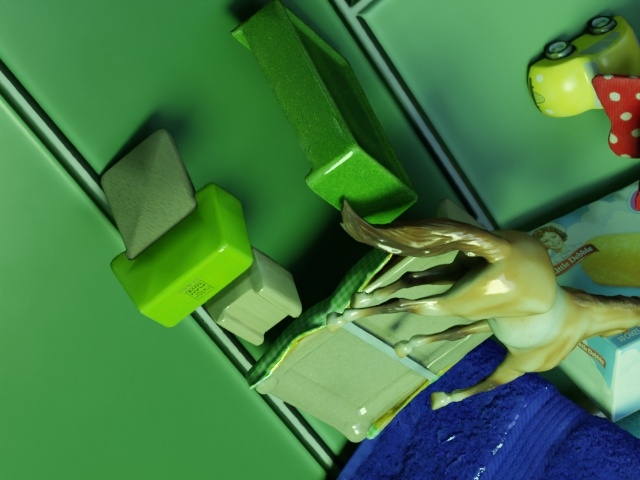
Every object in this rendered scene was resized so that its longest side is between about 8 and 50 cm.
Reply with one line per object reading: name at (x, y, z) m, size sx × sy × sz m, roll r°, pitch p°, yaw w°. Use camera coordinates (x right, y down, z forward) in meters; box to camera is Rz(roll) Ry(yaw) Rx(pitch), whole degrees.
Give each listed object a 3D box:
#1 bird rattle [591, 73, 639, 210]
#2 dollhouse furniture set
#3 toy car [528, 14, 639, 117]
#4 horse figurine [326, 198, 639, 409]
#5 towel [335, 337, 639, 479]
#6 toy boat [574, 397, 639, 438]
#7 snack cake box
bird rattle at (0.343, -0.105, 1.176) m, size 0.253 × 0.143 × 0.207 m, roll -52°, pitch 132°, yaw 2°
dollhouse furniture set at (0.000, 0.000, 1.137) m, size 0.197 × 0.151 × 0.301 m, roll -38°, pitch 141°, yaw 14°
toy car at (0.302, -0.167, 1.238) m, size 0.225 × 0.053 × 0.239 m, roll 28°, pitch 97°, yaw -34°
horse figurine at (0.113, 0.044, 1.055) m, size 0.174 × 0.066 × 0.263 m, roll -20°, pitch 146°, yaw 21°
towel at (0.152, 0.227, 1.183) m, size 0.076 × 0.308 × 0.227 m, roll 19°, pitch 103°, yaw -56°
toy boat at (0.291, 0.268, 1.368) m, size 0.318 × 0.148 × 0.267 m, roll 5°, pitch 109°, yaw -30°
snack cake box at (0.300, 0.022, 1.254) m, size 0.264 × 0.152 × 0.089 m, roll -24°, pitch 136°, yaw -18°
